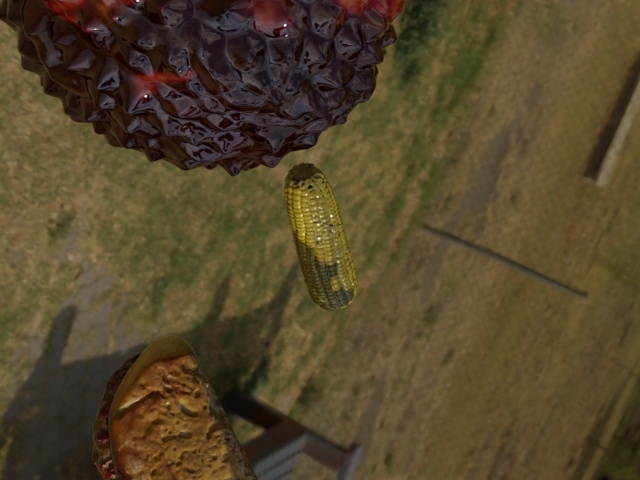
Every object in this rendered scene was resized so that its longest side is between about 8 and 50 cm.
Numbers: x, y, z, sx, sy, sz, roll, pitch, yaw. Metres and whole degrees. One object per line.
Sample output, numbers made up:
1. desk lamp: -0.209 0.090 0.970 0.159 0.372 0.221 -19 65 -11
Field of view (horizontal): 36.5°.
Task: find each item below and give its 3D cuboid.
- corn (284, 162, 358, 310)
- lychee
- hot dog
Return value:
1. corn: 0.000 0.000 1.370 0.080 0.080 0.231 -45 134 -36
2. lychee: -0.100 -0.283 1.046 0.500 0.424 0.425 -11 126 -43
3. hot dog: -0.230 0.366 1.549 0.223 0.405 0.185 -26 170 -9
